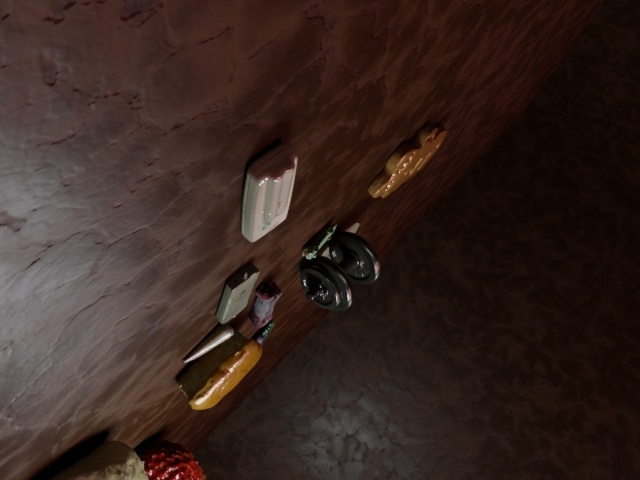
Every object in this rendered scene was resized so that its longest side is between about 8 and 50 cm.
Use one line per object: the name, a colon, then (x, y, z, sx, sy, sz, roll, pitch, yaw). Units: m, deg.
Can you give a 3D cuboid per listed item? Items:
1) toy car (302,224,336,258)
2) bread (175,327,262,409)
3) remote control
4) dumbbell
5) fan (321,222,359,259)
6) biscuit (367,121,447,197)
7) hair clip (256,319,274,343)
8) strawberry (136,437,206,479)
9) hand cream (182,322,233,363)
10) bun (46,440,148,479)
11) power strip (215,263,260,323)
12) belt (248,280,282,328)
toy car: (0.000, 0.000, 1.440, 0.122, 0.035, 0.059, -52, 171, -19)
bread: (-0.271, 0.349, 1.447, 0.245, 0.121, 0.174, -42, 169, -13)
remote control: (-0.081, -0.068, 0.859, 0.090, 0.049, 0.230, -39, 169, -22)
dumbbell: (0.059, 0.091, 1.580, 0.290, 0.192, 0.192, -37, 166, -37)
fan: (0.073, 0.035, 1.889, 0.233, 0.012, 0.415, -47, 168, 5)
biscuit: (0.270, -0.235, 1.573, 0.355, 0.052, 0.275, -30, 161, -53)
hair clip: (-0.229, 0.359, 1.861, 0.195, 0.052, 0.124, -52, 179, -14)
strawberry: (-0.486, 0.815, 1.707, 0.312, 0.351, 0.267, -18, 142, -57)
hand cream: (-0.281, 0.259, 1.329, 0.143, 0.039, 0.061, -37, 176, 0)
bun: (-0.539, 0.636, 1.190, 0.352, 0.227, 0.349, -39, 169, -27)
power strip: (-0.186, 0.119, 1.181, 0.080, 0.029, 0.227, -36, 166, -34)
belt: (-0.151, 0.174, 1.451, 0.071, 0.053, 0.232, -32, 163, -27)
